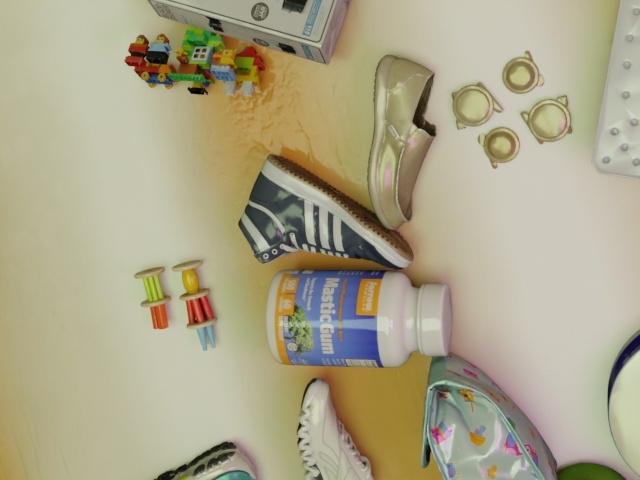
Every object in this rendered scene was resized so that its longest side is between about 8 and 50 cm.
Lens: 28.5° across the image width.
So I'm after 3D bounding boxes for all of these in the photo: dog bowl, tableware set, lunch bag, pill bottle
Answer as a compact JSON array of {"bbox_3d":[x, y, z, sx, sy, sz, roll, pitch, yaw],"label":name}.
[{"bbox_3d":[0.562,0.246,1.875,0.264,0.104,0.265,3,102,14],"label":"dog bowl"},{"bbox_3d":[0.289,-0.194,1.905,0.168,0.020,0.141,-28,94,18],"label":"tableware set"},{"bbox_3d":[0.238,0.298,1.908,0.160,0.223,0.262,-34,91,11],"label":"lunch bag"},{"bbox_3d":[0.063,0.121,1.957,0.272,0.152,0.152,0,101,15],"label":"pill bottle"}]

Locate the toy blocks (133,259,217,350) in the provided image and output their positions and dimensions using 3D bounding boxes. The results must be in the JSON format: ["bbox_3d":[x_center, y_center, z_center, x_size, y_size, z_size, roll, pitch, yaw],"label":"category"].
[{"bbox_3d":[-0.236,0.115,2.086,0.123,0.054,0.148,-11,98,16],"label":"toy blocks"}]

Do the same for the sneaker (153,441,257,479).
[{"bbox_3d":[-0.229,0.447,2.128,0.275,0.107,0.110,-28,102,18],"label":"sneaker"}]

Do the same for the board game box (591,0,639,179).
[{"bbox_3d":[0.606,-0.254,1.754,0.389,0.050,0.390,10,90,13],"label":"board game box"}]

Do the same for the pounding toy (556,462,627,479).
[{"bbox_3d":[0.399,0.426,1.888,0.237,0.110,0.183,19,84,44],"label":"pounding toy"}]

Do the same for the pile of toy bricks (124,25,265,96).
[{"bbox_3d":[-0.197,-0.300,1.979,0.212,0.118,0.105,7,70,22],"label":"pile of toy bricks"}]

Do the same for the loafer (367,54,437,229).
[{"bbox_3d":[0.128,-0.147,1.914,0.092,0.102,0.269,3,101,20],"label":"loafer"}]

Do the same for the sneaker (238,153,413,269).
[{"bbox_3d":[0.000,0.000,1.976,0.282,0.099,0.153,34,104,12],"label":"sneaker"}]

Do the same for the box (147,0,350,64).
[{"bbox_3d":[-0.102,-0.391,1.908,0.290,0.087,0.169,19,85,11],"label":"box"}]

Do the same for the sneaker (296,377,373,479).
[{"bbox_3d":[0.026,0.357,2.046,0.118,0.110,0.292,-4,108,8],"label":"sneaker"}]
